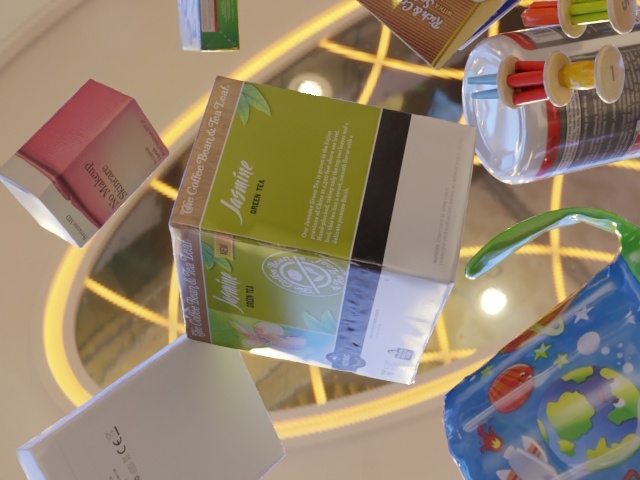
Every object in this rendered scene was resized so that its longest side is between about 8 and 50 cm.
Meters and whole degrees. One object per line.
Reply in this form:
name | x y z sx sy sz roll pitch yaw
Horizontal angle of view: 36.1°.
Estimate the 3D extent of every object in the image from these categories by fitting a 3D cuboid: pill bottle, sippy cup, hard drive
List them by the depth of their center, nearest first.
sippy cup | 0.226 0.143 0.770 0.224 0.240 0.305 -33 -143 14
hard drive | -0.206 0.280 1.294 0.353 0.047 0.233 -35 -75 -48
pill bottle | 0.405 -0.213 1.397 0.363 0.210 0.210 -13 -117 -16

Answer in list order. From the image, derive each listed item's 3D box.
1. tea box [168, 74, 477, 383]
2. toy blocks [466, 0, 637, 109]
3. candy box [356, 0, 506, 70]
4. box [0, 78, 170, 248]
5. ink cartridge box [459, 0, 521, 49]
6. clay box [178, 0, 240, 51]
tea box | 0.000 0.000 1.238 0.324 0.329 0.220 12 -119 4
toy blocks | 0.214 -0.184 0.932 0.148 0.054 0.123 3 -106 41
candy box | 0.046 -0.303 0.786 0.316 0.183 0.087 34 -158 -32
box | -0.391 -0.129 1.637 0.127 0.148 0.232 26 -112 34
ink cartridge box | 0.348 -0.447 1.404 0.071 0.324 0.330 47 -129 -6
clay box | -0.150 -0.308 1.264 0.053 0.222 0.127 -5 -78 -16
